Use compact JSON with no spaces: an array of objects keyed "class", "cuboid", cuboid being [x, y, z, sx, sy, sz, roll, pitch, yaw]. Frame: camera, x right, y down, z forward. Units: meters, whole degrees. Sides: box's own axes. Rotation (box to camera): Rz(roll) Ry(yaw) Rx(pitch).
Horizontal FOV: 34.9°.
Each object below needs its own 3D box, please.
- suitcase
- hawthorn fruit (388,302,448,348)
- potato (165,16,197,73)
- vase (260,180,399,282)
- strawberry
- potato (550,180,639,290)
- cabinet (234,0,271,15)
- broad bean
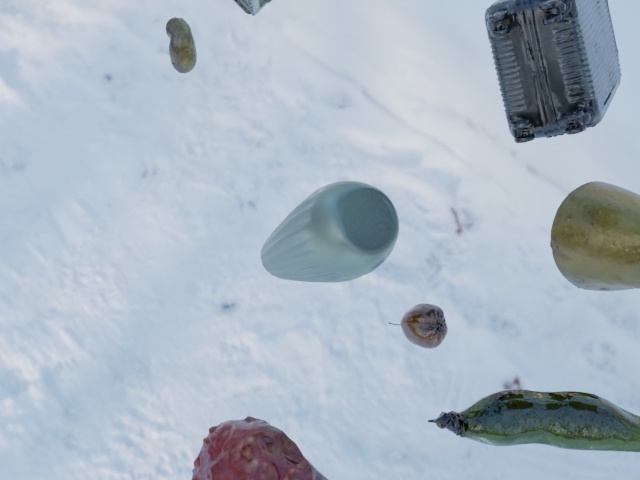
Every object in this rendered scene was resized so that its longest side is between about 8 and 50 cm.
[{"class":"suitcase","cuboid":[0.321,-0.260,1.393,0.128,0.202,0.312,-9,18,27]},{"class":"hawthorn fruit","cuboid":[0.141,0.127,1.492,0.103,0.067,0.067,-12,32,55]},{"class":"potato","cuboid":[-0.224,-0.316,1.642,0.045,0.092,0.046,-13,16,-19]},{"class":"vase","cuboid":[0.000,0.000,1.373,0.128,0.248,0.128,7,75,-29]},{"class":"strawberry","cuboid":[-0.041,0.259,0.805,0.205,0.245,0.205,-6,9,1]},{"class":"potato","cuboid":[0.479,0.003,1.584,0.178,0.203,0.158,-51,31,-17]},{"class":"cabinet","cuboid":[-0.058,-0.247,0.497,0.206,0.145,0.150,45,89,-1]},{"class":"broad bean","cuboid":[0.305,0.236,1.339,0.338,0.061,0.077,3,67,-3]}]
